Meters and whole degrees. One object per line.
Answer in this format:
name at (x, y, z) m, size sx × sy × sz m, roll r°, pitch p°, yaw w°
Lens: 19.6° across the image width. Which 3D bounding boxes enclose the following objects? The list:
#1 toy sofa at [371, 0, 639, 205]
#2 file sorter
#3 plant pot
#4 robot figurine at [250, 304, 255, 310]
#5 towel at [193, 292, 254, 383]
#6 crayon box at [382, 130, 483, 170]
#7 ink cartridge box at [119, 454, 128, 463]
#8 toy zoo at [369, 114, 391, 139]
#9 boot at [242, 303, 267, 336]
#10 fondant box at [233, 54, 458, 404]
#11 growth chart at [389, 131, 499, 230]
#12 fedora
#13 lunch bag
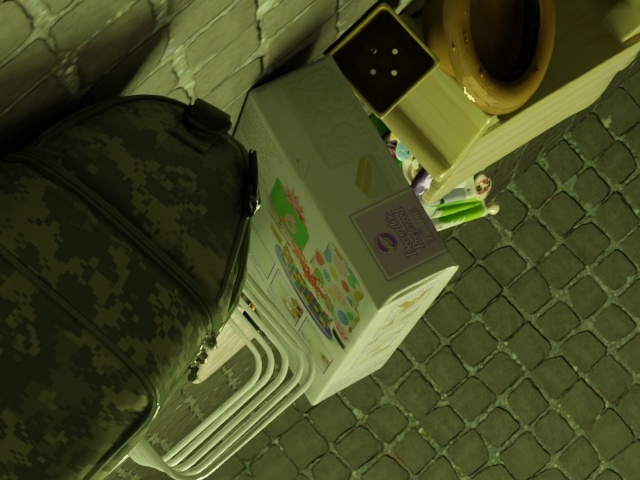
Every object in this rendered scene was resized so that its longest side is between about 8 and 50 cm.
toy sofa at (0.203, -0.198, 2.026) m, size 0.362 × 0.150 × 0.177 m, roll -31°, pitch 166°, yaw -38°
file sorter at (-0.140, 0.120, 1.833) m, size 0.193 × 0.173 × 0.277 m, roll -41°, pitch -174°, yaw -12°
plant pot at (0.062, -0.175, 1.806) m, size 0.081 × 0.081 × 0.083 m, roll -43°, pitch 180°, yaw 6°
robot figurine at (-0.020, -0.018, 2.075) m, size 0.219 × 0.128 × 0.158 m, roll -43°, pitch 175°, yaw -4°
towel at (-0.047, 0.039, 2.505) m, size 0.332 × 0.053 × 0.317 m, roll -40°, pitch 171°, yaw -20°
crayon box at (0.146, -0.108, 2.311) m, size 0.165 × 0.081 × 0.278 m, roll -48°, pitch 170°, yaw 30°
ink cartridge box at (-0.377, 0.318, 2.390) m, size 0.275 × 0.060 × 0.239 m, roll -42°, pitch -164°, yaw -7°
toy zoo at (0.099, -0.141, 2.322) m, size 0.293 × 0.030 × 0.192 m, roll -37°, pitch 170°, yaw -30°
boot at (0.009, 0.047, 2.370) m, size 0.246 × 0.083 × 0.161 m, roll -3°, pitch 135°, yaw -51°
fondant box at (0.000, 0.000, 1.813) m, size 0.096 × 0.238 × 0.330 m, roll -27°, pitch 167°, yaw -18°
growth chart at (0.142, -0.117, 2.112) m, size 0.172 × 0.021 × 0.237 m, roll -24°, pitch 120°, yaw -40°
fedora at (0.154, -0.220, 1.821) m, size 0.079 × 0.194 × 0.194 m, roll 1°, pitch -154°, yaw 42°
lunch bag at (-0.191, 0.049, 1.372) m, size 0.305 × 0.212 × 0.256 m, roll -48°, pitch -173°, yaw 40°
